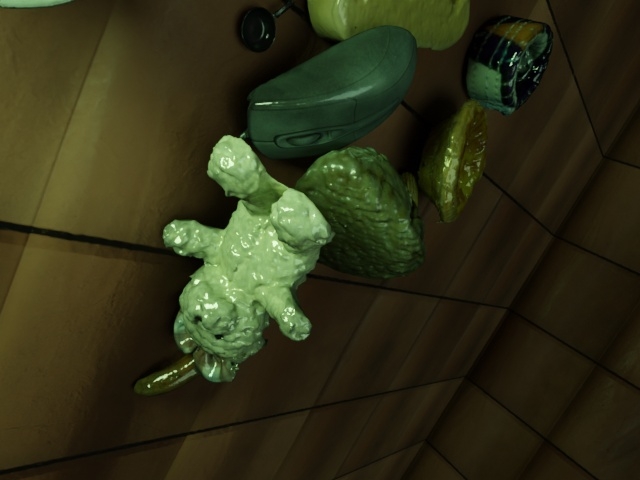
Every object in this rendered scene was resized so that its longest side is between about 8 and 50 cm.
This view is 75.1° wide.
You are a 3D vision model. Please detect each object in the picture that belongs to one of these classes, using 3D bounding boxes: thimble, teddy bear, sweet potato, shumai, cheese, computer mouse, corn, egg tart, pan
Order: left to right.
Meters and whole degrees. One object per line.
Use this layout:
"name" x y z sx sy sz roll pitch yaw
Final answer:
"sweet potato" -0.278 0.270 0.934 0.273 0.075 0.076 -32 136 -24
"teddy bear" -0.165 0.081 0.720 0.362 0.327 0.375 -47 169 -8
"pan" -0.090 -0.368 0.697 0.115 0.023 0.068 -44 139 -8
"computer mouse" 0.028 -0.247 0.759 0.370 0.122 0.188 -27 158 -3
"shumai" 0.092 -0.106 0.908 0.330 0.291 0.289 61 41 -39
"corn" 0.228 -0.113 1.114 0.085 0.063 0.166 109 -4 -45
"cheese" 0.159 -0.541 0.759 0.383 0.104 0.385 -26 135 -30
"egg tart" 0.357 -0.214 1.144 0.341 0.132 0.342 -35 134 -47
"thimble" 0.506 -0.470 1.127 0.237 0.150 0.238 -28 136 -31

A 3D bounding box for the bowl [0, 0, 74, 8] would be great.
"bowl" -0.317 -0.386 0.360 0.313 0.146 0.314 -27 135 -30
